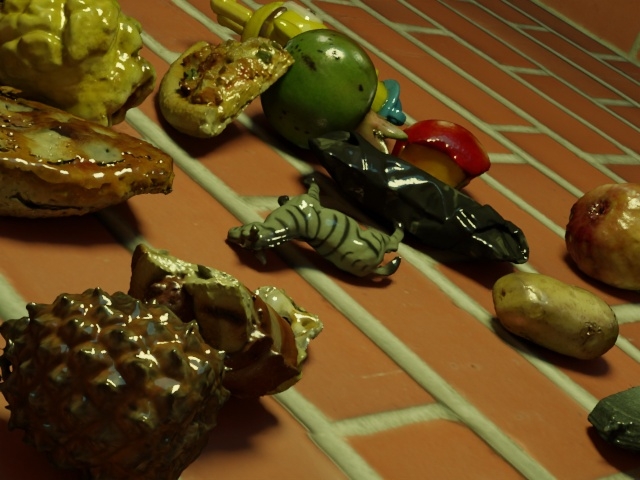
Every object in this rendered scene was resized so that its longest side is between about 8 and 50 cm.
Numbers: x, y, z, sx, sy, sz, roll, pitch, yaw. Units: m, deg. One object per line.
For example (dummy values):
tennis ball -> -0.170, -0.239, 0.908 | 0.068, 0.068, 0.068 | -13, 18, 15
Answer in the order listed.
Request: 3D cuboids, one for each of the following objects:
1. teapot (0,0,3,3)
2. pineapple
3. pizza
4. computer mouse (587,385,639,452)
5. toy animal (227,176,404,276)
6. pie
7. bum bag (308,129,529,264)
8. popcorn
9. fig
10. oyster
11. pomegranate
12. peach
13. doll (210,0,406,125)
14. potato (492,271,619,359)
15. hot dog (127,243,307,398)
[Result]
teapot -> -0.386, -0.346, 1.776 | 0.129, 0.193, 0.294 | -30, 14, -19
pineapple -> -0.174, 0.107, 1.013 | 0.193, 0.166, 0.166 | 27, 22, 15
pizza -> -0.135, -0.228, 1.786 | 0.197, 0.058, 0.292 | -19, 30, 8
computer mouse -> 0.391, 0.211, 1.466 | 0.229, 0.068, 0.113 | -11, 22, -38
toy animal -> 0.002, -0.005, 1.549 | 0.217, 0.073, 0.176 | 25, 28, -12
pie -> -0.320, -0.098, 1.404 | 0.308, 0.085, 0.308 | 17, 21, -7
bum bag -> 0.130, -0.052, 1.749 | 0.340, 0.095, 0.144 | 31, 15, 0
popcorn -> -0.313, -0.217, 1.591 | 0.200, 0.203, 0.226 | -17, -3, -27
fig -> 0.485, 0.020, 1.924 | 0.257, 0.159, 0.159 | 35, 18, -22
oyster -> -0.054, 0.086, 1.317 | 0.122, 0.045, 0.146 | 19, 30, -21
pomegranate -> 0.022, -0.199, 1.880 | 0.224, 0.181, 0.181 | 39, 19, -16
peach -> 0.175, -0.127, 1.953 | 0.151, 0.118, 0.151 | -20, 8, 3
doll -> -0.019, -0.278, 2.025 | 0.363, 0.145, 0.199 | 33, -4, 13
potato -> 0.293, 0.093, 1.606 | 0.170, 0.080, 0.107 | 21, 21, -21
hot dog -> -0.099, 0.085, 1.156 | 0.146, 0.103, 0.213 | 20, -13, 33
